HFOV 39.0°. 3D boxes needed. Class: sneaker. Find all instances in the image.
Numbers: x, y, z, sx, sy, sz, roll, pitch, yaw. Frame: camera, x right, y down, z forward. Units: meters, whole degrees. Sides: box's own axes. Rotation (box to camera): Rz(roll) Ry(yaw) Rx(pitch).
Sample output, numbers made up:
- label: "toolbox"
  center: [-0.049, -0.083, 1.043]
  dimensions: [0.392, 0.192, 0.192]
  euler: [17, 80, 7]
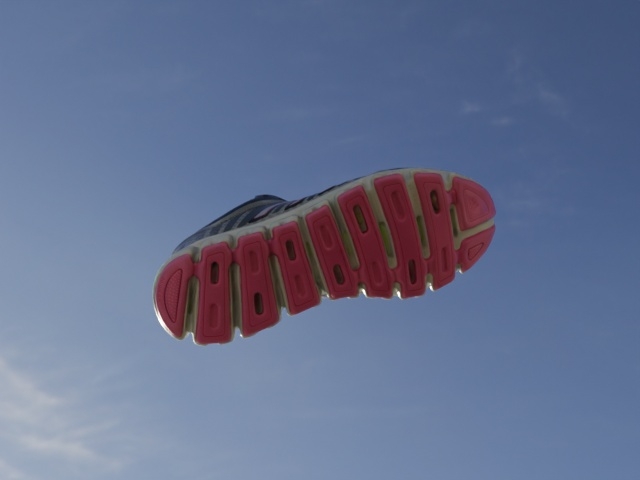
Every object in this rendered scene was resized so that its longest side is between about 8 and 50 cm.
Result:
- label: "sneaker"
  center: [0.000, 0.000, 0.444]
  dimensions: [0.170, 0.075, 0.063]
  euler: [-17, -74, -10]
